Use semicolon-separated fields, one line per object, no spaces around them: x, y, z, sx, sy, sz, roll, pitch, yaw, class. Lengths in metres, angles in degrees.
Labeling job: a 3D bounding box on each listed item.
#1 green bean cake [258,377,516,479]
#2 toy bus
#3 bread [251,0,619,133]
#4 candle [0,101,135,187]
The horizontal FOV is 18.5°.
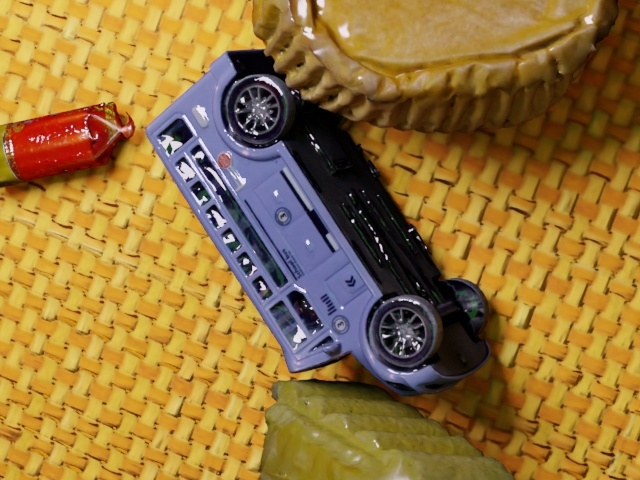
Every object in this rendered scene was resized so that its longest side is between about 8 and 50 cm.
0.013;0.234;1.435;0.124;0.233;0.236;11;98;-31;green bean cake
0.000;0.000;1.475;0.133;0.125;0.292;-37;81;24;toy bus
0.079;-0.186;1.399;0.253;0.142;0.227;-4;83;-7;bread
-0.208;-0.077;1.564;0.130;0.052;0.052;-13;90;14;candle
